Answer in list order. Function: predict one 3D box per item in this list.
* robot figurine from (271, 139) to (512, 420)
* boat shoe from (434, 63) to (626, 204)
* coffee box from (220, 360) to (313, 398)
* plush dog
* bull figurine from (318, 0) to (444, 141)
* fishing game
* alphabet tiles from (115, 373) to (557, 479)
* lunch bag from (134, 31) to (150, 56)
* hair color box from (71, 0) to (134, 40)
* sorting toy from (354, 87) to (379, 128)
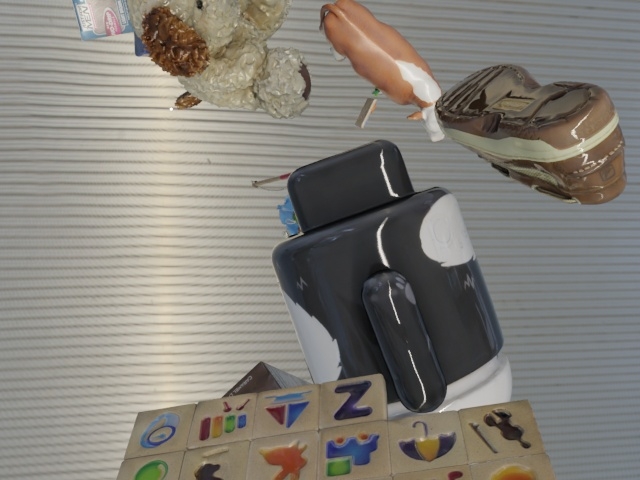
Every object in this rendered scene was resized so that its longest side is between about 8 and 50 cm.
[{"bbox_3d":[0.057,0.059,0.636,0.209,0.174,0.278,-23,95,-51],"label":"robot figurine"},{"bbox_3d":[0.177,-0.088,0.646,0.095,0.257,0.095,-34,111,4],"label":"boat shoe"},{"bbox_3d":[-0.074,0.335,1.382,0.141,0.098,0.246,-45,144,6],"label":"coffee box"},{"bbox_3d":[-0.152,-0.267,0.909,0.211,0.225,0.262,-22,61,19],"label":"plush dog"},{"bbox_3d":[0.118,-0.308,1.291,0.101,0.188,0.310,-46,106,2],"label":"bull figurine"},{"bbox_3d":[0.000,0.000,1.141,0.264,0.189,0.041,48,65,-22],"label":"fishing game"},{"bbox_3d":[-0.001,0.140,0.365,0.238,0.198,0.009,-10,120,7],"label":"alphabet tiles"},{"bbox_3d":[-0.327,-0.397,1.438,0.065,0.098,0.067,-5,100,-27],"label":"lunch bag"},{"bbox_3d":[-0.448,-0.549,1.451,0.105,0.347,0.173,-12,130,-9],"label":"hair color box"},{"bbox_3d":[0.089,-0.241,1.311,0.012,0.062,0.083,25,99,-14],"label":"sorting toy"}]
